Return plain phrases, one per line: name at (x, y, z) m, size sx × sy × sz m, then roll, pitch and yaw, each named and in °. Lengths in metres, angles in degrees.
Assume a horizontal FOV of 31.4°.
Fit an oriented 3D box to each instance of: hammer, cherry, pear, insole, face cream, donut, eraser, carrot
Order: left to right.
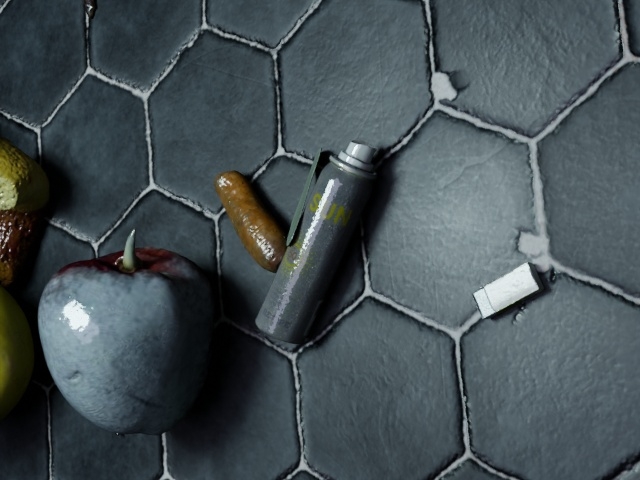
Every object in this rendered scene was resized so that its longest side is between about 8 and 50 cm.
pear at (-0.612, 0.181, 1.822) m, size 0.336 × 0.285 × 0.285 m, roll -19°, pitch 74°, yaw 51°
donut at (-0.505, -0.054, 1.847) m, size 0.112 × 0.151 × 0.295 m, roll 28°, pitch 133°, yaw 9°
hammer at (-0.385, -0.450, 1.861) m, size 0.065 × 0.021 × 0.178 m, roll -17°, pitch 76°, yaw 33°
cherry at (-0.261, 0.125, 1.568) m, size 0.218 × 0.255 × 0.296 m, roll 3°, pitch 103°, yaw 28°
carrot at (-0.096, -0.028, 1.585) m, size 0.060 × 0.060 × 0.186 m, roll -50°, pitch 58°, yaw 22°
insole at (-0.022, -0.058, 1.516) m, size 0.053 × 0.002 × 0.152 m, roll 132°, pitch 158°, yaw -65°
face cream at (0.000, 0.000, 1.499) m, size 0.073 × 0.073 × 0.283 m, roll 33°, pitch 104°, yaw 34°
eraser at (0.224, 0.061, 1.361) m, size 0.083 × 0.019 × 0.038 m, roll -32°, pitch 69°, yaw 30°

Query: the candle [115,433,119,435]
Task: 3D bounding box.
candle at (-0.298, 0.213, 1.728) m, size 0.021 × 0.026 × 0.167 m, roll 15°, pitch 95°, yaw 41°
